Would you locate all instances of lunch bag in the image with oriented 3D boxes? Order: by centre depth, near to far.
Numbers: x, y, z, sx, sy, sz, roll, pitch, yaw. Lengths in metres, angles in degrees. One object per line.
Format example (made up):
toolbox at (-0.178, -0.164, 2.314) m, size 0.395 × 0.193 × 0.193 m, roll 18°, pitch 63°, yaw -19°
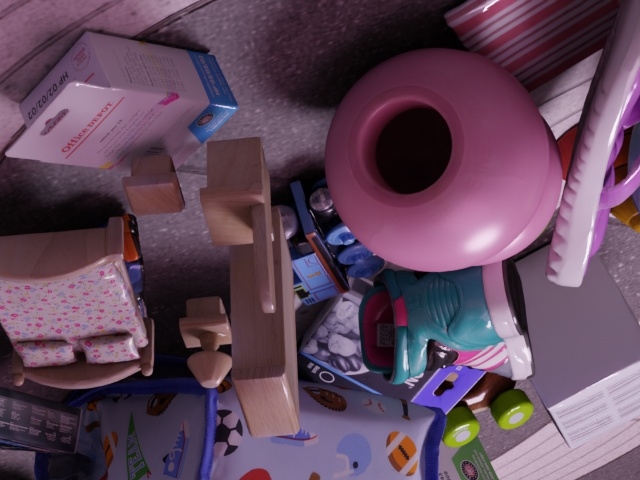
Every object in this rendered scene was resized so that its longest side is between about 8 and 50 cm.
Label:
lunch bag at (-0.100, 0.256, 1.907) m, size 0.328 × 0.239 × 0.385 m, roll 11°, pitch 169°, yaw -33°

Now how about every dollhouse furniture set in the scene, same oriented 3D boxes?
dollhouse furniture set at (-0.204, 0.076, 1.485) m, size 0.355 × 0.174 × 0.303 m, roll -6°, pitch 148°, yaw 3°

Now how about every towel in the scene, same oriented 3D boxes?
towel at (0.207, -0.209, 1.611) m, size 0.144 × 0.029 × 0.197 m, roll -31°, pitch 151°, yaw 12°

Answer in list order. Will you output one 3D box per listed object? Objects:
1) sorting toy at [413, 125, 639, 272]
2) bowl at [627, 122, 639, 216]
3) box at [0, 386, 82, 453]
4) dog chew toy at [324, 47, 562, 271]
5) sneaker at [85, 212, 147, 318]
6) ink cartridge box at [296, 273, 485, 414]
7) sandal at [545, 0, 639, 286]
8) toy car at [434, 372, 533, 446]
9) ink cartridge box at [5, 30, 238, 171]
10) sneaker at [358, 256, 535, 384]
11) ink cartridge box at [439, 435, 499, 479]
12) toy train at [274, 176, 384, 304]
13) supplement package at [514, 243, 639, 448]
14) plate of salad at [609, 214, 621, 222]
sorting toy at (0.249, 0.008, 1.946) m, size 0.365 × 0.126 × 0.127 m, roll -41°, pitch 151°, yaw 29°
bowl at (0.435, -0.093, 1.792) m, size 0.311 × 0.163 × 0.311 m, roll -27°, pitch 124°, yaw -47°
box at (-0.370, 0.169, 1.683) m, size 0.175 × 0.051 × 0.220 m, roll -1°, pitch 166°, yaw 29°
dog chew toy at (0.137, -0.065, 1.635) m, size 0.206 × 0.206 × 0.332 m, roll -33°, pitch 163°, yaw 16°
sneaker at (-0.217, 0.047, 1.673) m, size 0.087 × 0.083 × 0.221 m, roll -6°, pitch 146°, yaw -8°
ink cartridge box at (0.079, 0.148, 2.014) m, size 0.208 × 0.045 × 0.206 m, roll 26°, pitch 136°, yaw -8°
sandal at (0.300, -0.098, 1.648) m, size 0.102 × 0.169 × 0.416 m, roll 14°, pitch 149°, yaw 5°
toy car at (0.183, 0.132, 2.114) m, size 0.149 × 0.155 × 0.188 m, roll -16°, pitch 141°, yaw -18°
ink cartridge box at (-0.172, -0.112, 1.408) m, size 0.181 × 0.061 × 0.104 m, roll 5°, pitch 142°, yaw -48°
sneaker at (0.133, 0.099, 1.836) m, size 0.178 × 0.124 × 0.295 m, roll -9°, pitch 160°, yaw 10°
ink cartridge box at (0.072, 0.298, 2.246) m, size 0.278 × 0.201 × 0.117 m, roll -6°, pitch 148°, yaw -34°
toy train at (0.000, 0.000, 1.763) m, size 0.105 × 0.080 × 0.184 m, roll -21°, pitch 155°, yaw 5°
supplement package at (0.323, 0.127, 2.157) m, size 0.149 × 0.194 × 0.203 m, roll -28°, pitch 154°, yaw 4°
plate of salad at (0.426, -0.078, 2.032) m, size 0.200 × 0.048 × 0.200 m, roll -20°, pitch 154°, yaw -10°
